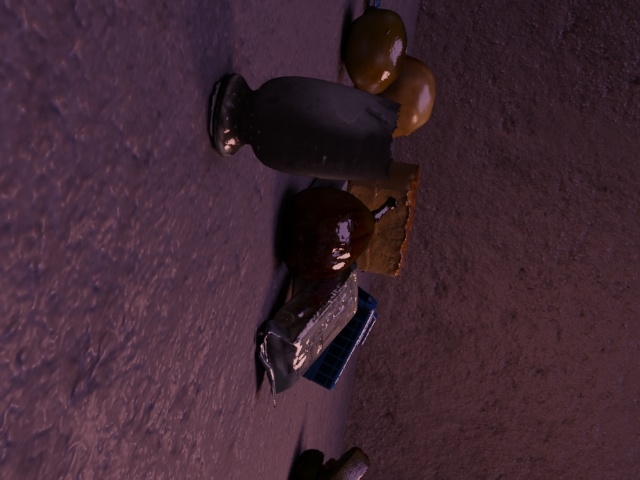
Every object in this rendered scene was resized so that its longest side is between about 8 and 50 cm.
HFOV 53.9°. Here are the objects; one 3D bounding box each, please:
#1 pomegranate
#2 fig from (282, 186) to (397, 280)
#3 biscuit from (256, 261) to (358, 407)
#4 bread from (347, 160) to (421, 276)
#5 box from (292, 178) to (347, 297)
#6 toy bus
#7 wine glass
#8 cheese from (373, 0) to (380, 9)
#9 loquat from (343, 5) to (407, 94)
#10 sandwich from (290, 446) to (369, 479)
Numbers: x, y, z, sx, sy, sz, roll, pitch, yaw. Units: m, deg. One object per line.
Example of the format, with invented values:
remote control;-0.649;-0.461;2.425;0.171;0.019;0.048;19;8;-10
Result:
pomegranate;0.203;-0.391;1.697;0.233;0.232;0.233;10;90;-81
fig;0.044;-0.033;1.170;0.274;0.145;0.170;-21;123;-40
biscuit;-0.015;0.149;1.205;0.309;0.079;0.186;-44;145;-37
bread;0.172;-0.077;1.868;0.279;0.206;0.279;-60;159;-60
box;0.000;0.000;1.335;0.155;0.067;0.243;-58;157;-63
toy bus;0.036;0.208;1.439;0.234;0.133;0.116;-63;176;10
wine glass;-0.013;-0.127;0.712;0.111;0.204;0.111;9;90;-85
cheese;0.155;-0.690;1.560;0.135;0.052;0.245;-53;152;-70
loquat;0.122;-0.416;1.393;0.152;0.151;0.195;-55;145;-69
sandwich;-0.003;0.691;1.855;0.250;0.162;0.301;-37;170;-23
